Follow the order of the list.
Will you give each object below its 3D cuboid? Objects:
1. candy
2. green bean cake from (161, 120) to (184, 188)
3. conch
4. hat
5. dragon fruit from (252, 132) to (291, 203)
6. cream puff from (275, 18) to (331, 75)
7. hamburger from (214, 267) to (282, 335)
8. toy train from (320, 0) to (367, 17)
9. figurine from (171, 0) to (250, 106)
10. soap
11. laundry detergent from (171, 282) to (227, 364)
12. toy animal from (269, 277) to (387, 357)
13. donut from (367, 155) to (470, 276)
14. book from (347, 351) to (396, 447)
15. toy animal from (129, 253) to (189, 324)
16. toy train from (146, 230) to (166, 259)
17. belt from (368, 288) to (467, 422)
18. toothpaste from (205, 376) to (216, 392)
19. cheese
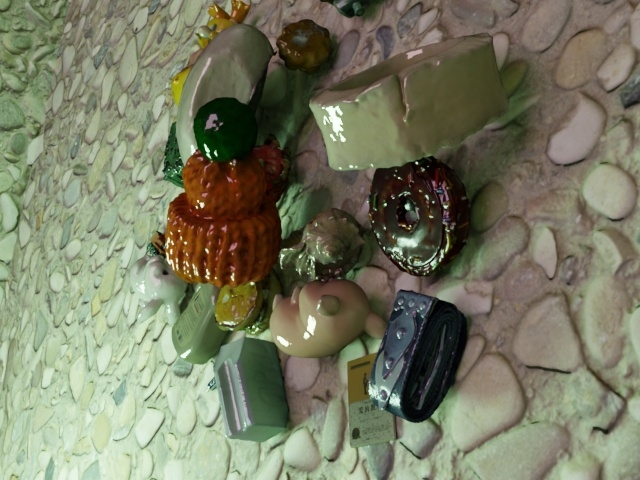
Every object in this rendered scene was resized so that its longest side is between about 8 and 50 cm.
[{"bbox_3d":[-0.234,-0.349,1.942,0.427,0.186,0.386,-66,-3,-68],"label":"candy"},{"bbox_3d":[-0.359,-0.263,2.246,0.193,0.107,0.208,-19,59,47],"label":"green bean cake"},{"bbox_3d":[0.000,0.000,1.648,0.245,0.178,0.163,-97,4,-69],"label":"conch"},{"bbox_3d":[-0.231,-0.108,1.691,0.285,0.285,0.400,28,134,52],"label":"hat"},{"bbox_3d":[-0.145,-0.170,1.899,0.160,0.166,0.172,-5,42,10],"label":"dragon fruit"},{"bbox_3d":[-0.041,-0.464,1.936,0.116,0.146,0.146,95,173,-64],"label":"cream puff"},{"bbox_3d":[-0.161,0.142,1.834,0.177,0.113,0.185,-48,51,19],"label":"hamburger"},{"bbox_3d":[0.125,-0.651,1.789,0.369,0.150,0.237,-43,51,34],"label":"toy train"},{"bbox_3d":[-0.299,-0.506,2.221,0.215,0.187,0.343,-7,63,59],"label":"figurine"},{"bbox_3d":[-0.150,0.314,1.716,0.091,0.145,0.230,-33,55,27],"label":"soap"},{"bbox_3d":[-0.276,0.172,1.969,0.253,0.091,0.181,-58,33,17],"label":"laundry detergent"},{"bbox_3d":[-0.002,0.157,1.581,0.250,0.166,0.154,-27,64,50],"label":"toy animal"},{"bbox_3d":[0.185,-0.052,1.448,0.235,0.089,0.235,21,116,52],"label":"donut"},{"bbox_3d":[0.096,0.304,1.515,0.118,0.012,0.172,-26,56,42],"label":"book"},{"bbox_3d":[-0.447,0.130,2.168,0.193,0.127,0.178,35,105,50],"label":"toy animal"},{"bbox_3d":[-0.472,0.019,2.319,0.064,0.044,0.103,-56,39,3],"label":"toy train"},{"bbox_3d":[0.162,0.202,1.390,0.128,0.122,0.218,9,75,54],"label":"belt"},{"bbox_3d":[-0.238,0.324,1.914,0.140,0.021,0.037,-49,42,24],"label":"toothpaste"},{"bbox_3d":[0.155,-0.245,1.404,0.292,0.332,0.153,7,124,58],"label":"cheese"}]
